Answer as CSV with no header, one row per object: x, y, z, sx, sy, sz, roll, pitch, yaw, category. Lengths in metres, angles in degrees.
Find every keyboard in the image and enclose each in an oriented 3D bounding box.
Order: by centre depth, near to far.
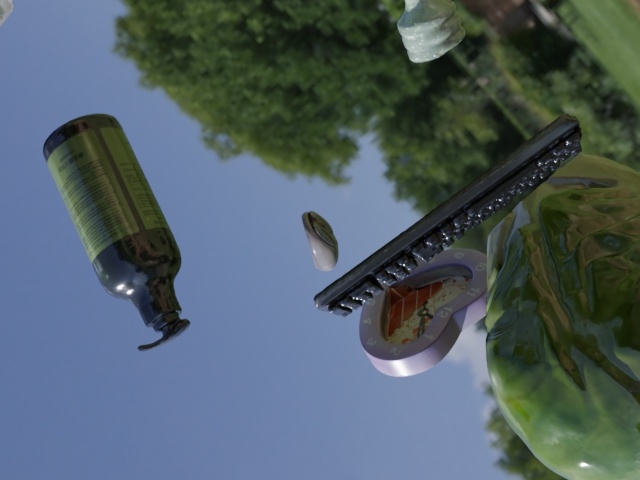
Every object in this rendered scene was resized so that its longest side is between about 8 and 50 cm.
0.096,-0.015,0.978,0.025,0.230,0.094,55,-173,11,keyboard

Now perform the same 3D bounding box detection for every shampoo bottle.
-0.229,-0.009,1.559,0.283,0.101,0.101,63,-165,15,shampoo bottle

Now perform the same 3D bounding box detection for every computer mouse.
0.002,0.000,1.837,0.066,0.039,0.096,-105,-1,-45,computer mouse

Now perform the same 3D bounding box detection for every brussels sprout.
0.313,0.080,1.393,0.281,0.289,0.354,22,-144,-60,brussels sprout

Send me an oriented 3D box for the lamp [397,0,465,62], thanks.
0.083,-0.274,1.308,0.106,0.106,0.193,-104,-10,-66,lamp

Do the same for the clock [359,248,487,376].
0.131,0.092,1.689,0.172,0.198,0.064,22,150,52,clock

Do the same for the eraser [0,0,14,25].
-0.645,-0.260,1.955,0.213,0.396,0.082,36,166,-17,eraser
